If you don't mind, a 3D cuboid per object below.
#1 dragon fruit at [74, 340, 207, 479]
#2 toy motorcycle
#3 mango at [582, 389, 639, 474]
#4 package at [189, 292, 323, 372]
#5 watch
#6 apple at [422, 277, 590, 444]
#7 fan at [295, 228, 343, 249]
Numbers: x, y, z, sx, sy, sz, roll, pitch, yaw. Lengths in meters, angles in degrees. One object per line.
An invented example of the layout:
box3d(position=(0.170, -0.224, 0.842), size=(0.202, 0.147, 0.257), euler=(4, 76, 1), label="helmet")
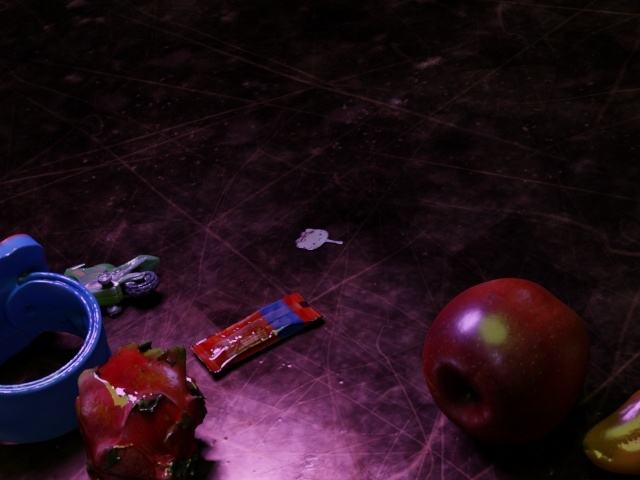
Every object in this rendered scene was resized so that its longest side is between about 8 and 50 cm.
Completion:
box3d(position=(-0.233, 0.243, 1.699), size=(0.200, 0.198, 0.269), euler=(40, 23, 7), label="dragon fruit")
box3d(position=(-0.361, 0.073, 2.025), size=(0.190, 0.074, 0.106), euler=(-11, 28, 1), label="toy motorcycle")
box3d(position=(0.420, 0.250, 1.568), size=(0.159, 0.084, 0.105), euler=(-35, 55, 2), label="mango")
box3d(position=(-0.100, 0.142, 1.893), size=(0.200, 0.022, 0.083), euler=(-26, 40, -19), label="package")
box3d(position=(-0.474, 0.173, 1.813), size=(0.305, 0.241, 0.274), euler=(-35, 57, -24), label="watch")
box3d(position=(0.246, 0.159, 1.618), size=(0.218, 0.218, 0.201), euler=(21, 50, 36), label="apple")
box3d(position=(0.000, 0.000, 2.066), size=(0.083, 0.004, 0.056), euler=(10, 42, 25), label="fan")
